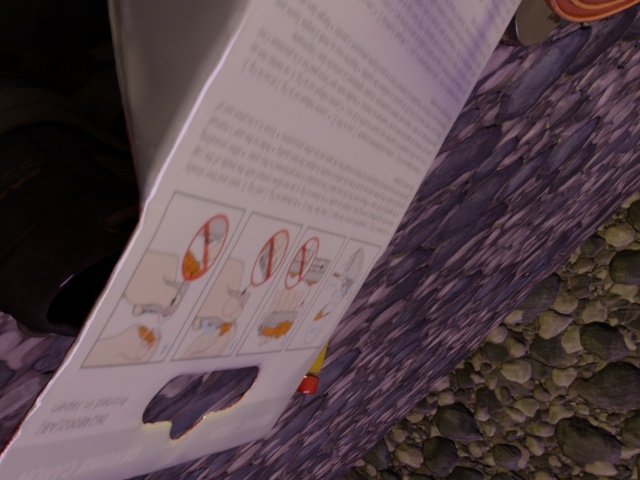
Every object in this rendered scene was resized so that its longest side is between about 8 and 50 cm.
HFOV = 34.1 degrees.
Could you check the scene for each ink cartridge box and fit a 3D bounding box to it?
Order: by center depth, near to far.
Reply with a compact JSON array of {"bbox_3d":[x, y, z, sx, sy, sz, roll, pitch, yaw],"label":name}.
[{"bbox_3d":[-0.016,-0.074,0.496,0.385,0.091,0.308,-60,162,5],"label":"ink cartridge box"}]

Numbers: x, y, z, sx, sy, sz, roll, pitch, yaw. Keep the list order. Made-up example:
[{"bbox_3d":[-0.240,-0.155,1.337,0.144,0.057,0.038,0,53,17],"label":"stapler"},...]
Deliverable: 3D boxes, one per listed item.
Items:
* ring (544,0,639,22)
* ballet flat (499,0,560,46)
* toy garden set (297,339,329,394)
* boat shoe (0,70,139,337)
[{"bbox_3d":[0.227,-0.244,0.506,0.336,0.032,0.336,-37,162,-14],"label":"ring"},{"bbox_3d":[0.206,-0.224,0.864,0.250,0.058,0.084,-36,128,-35],"label":"ballet flat"},{"bbox_3d":[0.000,0.000,0.765,0.244,0.049,0.204,99,7,-87],"label":"toy garden set"},{"bbox_3d":[-0.106,0.014,0.613,0.132,0.130,0.355,-45,163,12],"label":"boat shoe"}]
